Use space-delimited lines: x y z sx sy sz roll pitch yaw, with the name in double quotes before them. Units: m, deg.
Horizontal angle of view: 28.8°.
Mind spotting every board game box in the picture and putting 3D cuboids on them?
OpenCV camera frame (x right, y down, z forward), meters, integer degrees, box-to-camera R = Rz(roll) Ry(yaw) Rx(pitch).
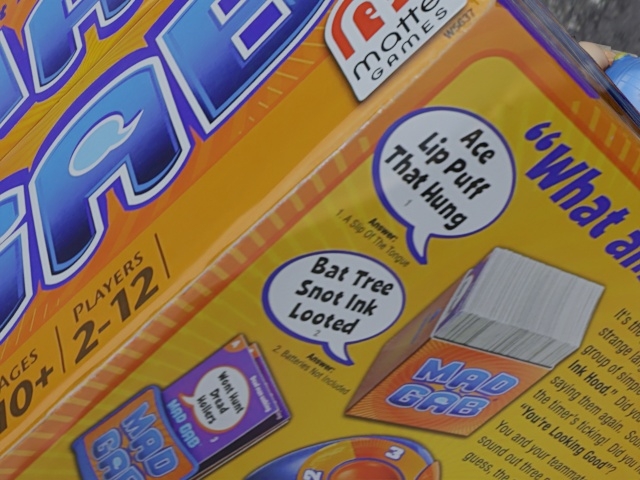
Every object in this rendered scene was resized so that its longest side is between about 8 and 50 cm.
"board game box" 0.000 0.000 0.708 0.356 0.356 0.356 -41 40 16

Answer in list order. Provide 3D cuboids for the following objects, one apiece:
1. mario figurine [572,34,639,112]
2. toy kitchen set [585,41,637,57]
"mario figurine" 0.277 -0.149 1.226 0.198 0.320 0.170 -21 116 -28
"toy kitchen set" 0.312 -0.177 1.426 0.083 0.068 0.075 13 124 6
